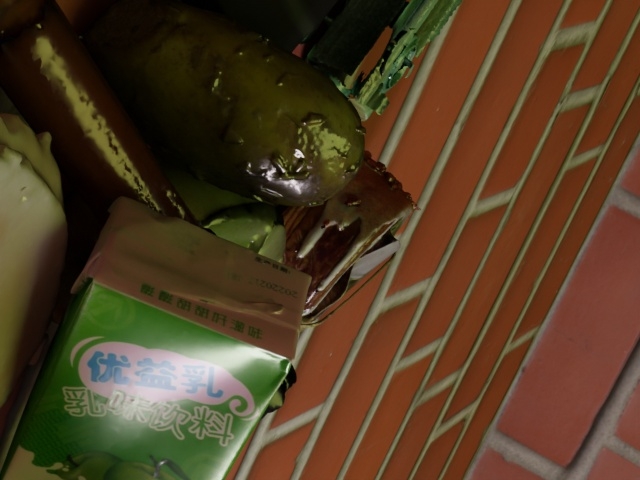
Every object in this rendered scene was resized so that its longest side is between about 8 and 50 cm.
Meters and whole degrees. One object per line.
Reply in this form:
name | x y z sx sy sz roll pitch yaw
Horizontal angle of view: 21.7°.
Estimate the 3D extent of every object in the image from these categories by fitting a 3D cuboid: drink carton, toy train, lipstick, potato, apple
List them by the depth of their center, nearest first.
drink carton | -0.134 0.113 1.250 0.108 0.161 0.271 -80 -164 -53
lipstick | -0.137 -0.024 1.265 0.077 0.077 0.418 -49 126 -26
potato | -0.080 -0.109 1.331 0.149 0.251 0.113 -44 -155 58
apple | -0.140 0.005 1.437 0.207 0.173 0.188 -22 159 34
toy train | 0.090 -0.245 1.694 0.307 0.126 0.189 -56 161 -9

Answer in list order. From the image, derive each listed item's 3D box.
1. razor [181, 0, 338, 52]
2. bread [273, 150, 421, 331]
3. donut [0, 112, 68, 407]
razor | 0.002 -0.311 1.403 0.349 0.113 0.204 -55 158 -10
bread | 0.000 0.000 1.844 0.224 0.142 0.212 -38 167 -46
donut | -0.325 0.059 1.107 0.382 0.142 0.382 -50 159 -27
